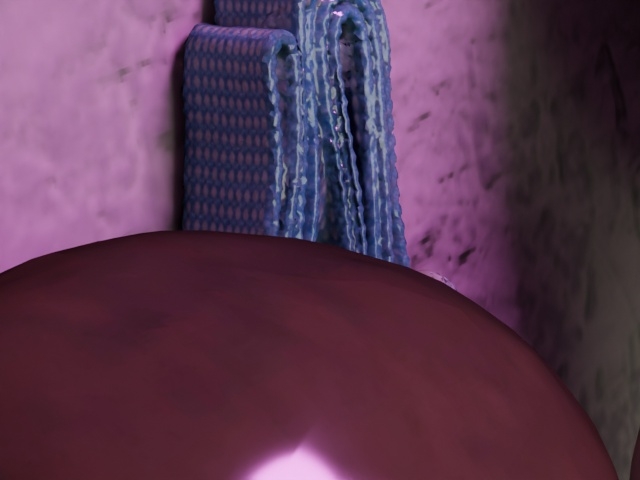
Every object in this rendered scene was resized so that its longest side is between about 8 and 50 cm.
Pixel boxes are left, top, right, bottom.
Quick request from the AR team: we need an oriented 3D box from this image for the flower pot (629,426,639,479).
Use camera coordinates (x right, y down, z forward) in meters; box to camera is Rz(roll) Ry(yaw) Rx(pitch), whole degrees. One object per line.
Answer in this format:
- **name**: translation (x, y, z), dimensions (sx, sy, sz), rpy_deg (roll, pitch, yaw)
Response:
- **flower pot**: translation (0.179, 0.147, 0.620), dimensions (0.307, 0.244, 0.307), rpy_deg (27, 44, -30)

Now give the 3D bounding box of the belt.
- **belt**: translation (0.003, 0.000, 0.615), dimensions (0.100, 0.065, 0.179), rpy_deg (-8, 102, -41)

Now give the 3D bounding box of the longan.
- **longan**: translation (-0.027, 0.113, 0.472), dimensions (0.248, 0.248, 0.248), rpy_deg (-10, 103, -51)
